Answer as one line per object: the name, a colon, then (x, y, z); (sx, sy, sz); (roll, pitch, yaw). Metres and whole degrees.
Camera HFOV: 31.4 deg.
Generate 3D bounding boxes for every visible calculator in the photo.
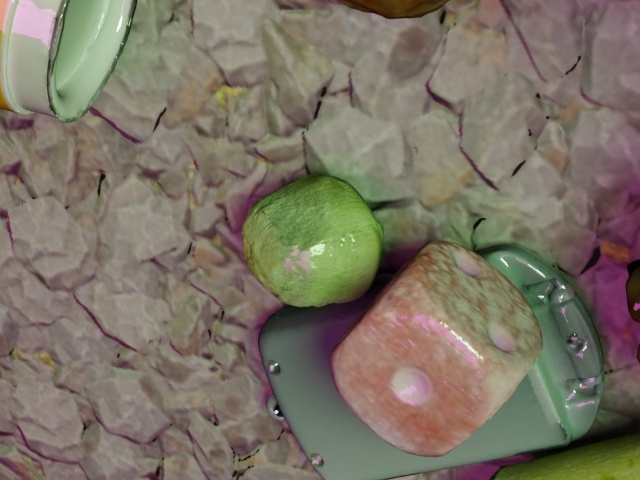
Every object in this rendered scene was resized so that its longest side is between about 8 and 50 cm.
calculator: (0.065, 0.089, 0.758); (0.246, 0.045, 0.141); (-18, 104, 28)

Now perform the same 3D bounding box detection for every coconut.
coconut: (0.000, 0.000, 0.726); (0.088, 0.096, 0.088); (33, 132, 48)

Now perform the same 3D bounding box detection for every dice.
dice: (0.068, 0.063, 0.666); (0.094, 0.091, 0.093); (42, 122, 1)

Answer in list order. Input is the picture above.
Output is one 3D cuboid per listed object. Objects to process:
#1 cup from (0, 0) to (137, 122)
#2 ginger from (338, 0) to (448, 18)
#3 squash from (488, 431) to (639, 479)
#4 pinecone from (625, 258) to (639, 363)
cup: (-0.264, -0.179, 0.706); (0.279, 0.196, 0.196); (20, 120, 4)
ginger: (0.008, -0.262, 0.557); (0.165, 0.172, 0.321); (43, 138, 49)
squash: (0.231, 0.168, 0.674); (0.247, 0.132, 0.132); (-24, 102, 29)
pinecone: (0.274, 0.036, 0.526); (0.292, 0.246, 0.246); (-5, 114, 55)
